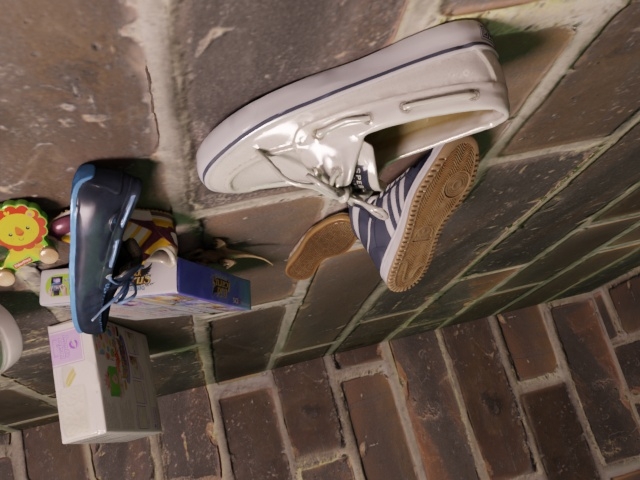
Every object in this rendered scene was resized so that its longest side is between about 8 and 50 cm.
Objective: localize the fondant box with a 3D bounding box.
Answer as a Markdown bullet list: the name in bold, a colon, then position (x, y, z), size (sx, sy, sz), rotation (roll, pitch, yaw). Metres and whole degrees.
- **fondant box**: position (-0.457, 0.309, 1.541), size (0.096, 0.238, 0.330), rotation (-15, 164, 2)

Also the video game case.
- **video game case**: position (-0.280, 0.086, 1.196), size (0.245, 0.061, 0.269), rotation (-5, 168, 17)

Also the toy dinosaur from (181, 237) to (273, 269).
- **toy dinosaur**: position (-0.170, 0.025, 1.224), size (0.183, 0.053, 0.092), rotation (-4, 177, -10)

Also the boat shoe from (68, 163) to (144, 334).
- **boat shoe**: position (-0.262, 0.028, 0.879), size (0.089, 0.109, 0.258), rotation (3, 136, -15)

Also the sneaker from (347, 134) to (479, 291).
- **sneaker**: position (0.132, -0.073, 1.098), size (0.099, 0.153, 0.282), rotation (-2, 129, -31)

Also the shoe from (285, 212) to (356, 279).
- **shoe**: position (0.000, 0.000, 1.274), size (0.077, 0.058, 0.219), rotation (26, 142, -19)

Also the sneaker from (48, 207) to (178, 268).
- **sneaker**: position (-0.274, 0.002, 0.963), size (0.186, 0.083, 0.070), rotation (-1, 158, -42)

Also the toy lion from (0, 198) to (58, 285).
- **toy lion**: position (-0.378, -0.002, 0.877), size (0.100, 0.034, 0.096), rotation (-28, 128, 1)

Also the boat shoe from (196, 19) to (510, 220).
- **boat shoe**: position (0.035, -0.095, 0.792), size (0.367, 0.156, 0.136), rotation (-20, 163, 14)

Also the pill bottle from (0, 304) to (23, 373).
- **pill bottle**: position (-0.586, 0.197, 1.042), size (0.162, 0.162, 0.278), rotation (-24, -170, 29)
